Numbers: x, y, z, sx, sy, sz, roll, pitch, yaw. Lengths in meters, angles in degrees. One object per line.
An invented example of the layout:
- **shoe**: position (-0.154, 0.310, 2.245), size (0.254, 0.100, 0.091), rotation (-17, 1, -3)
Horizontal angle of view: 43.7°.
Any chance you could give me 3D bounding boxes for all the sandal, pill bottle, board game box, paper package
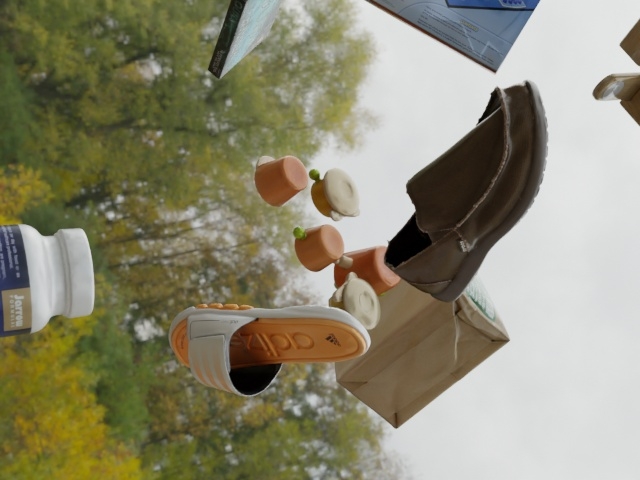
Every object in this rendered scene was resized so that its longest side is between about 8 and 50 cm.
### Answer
- **sandal**: position (-0.075, 0.124, 0.873), size (0.265, 0.076, 0.102), rotation (-10, -53, 33)
- **pill bottle**: position (-0.449, 0.057, 1.068), size (0.153, 0.265, 0.153), rotation (26, -61, 60)
- **board game box**: position (-0.100, -0.329, 1.169), size (0.026, 0.126, 0.186), rotation (41, -29, 1)
- **paper package**: position (0.178, 0.151, 1.581), size (0.168, 0.309, 0.324), rotation (42, 17, -19)
- **board game box**: position (0.134, -0.339, 0.992), size (0.145, 0.281, 0.027), rotation (-59, 175, 9)

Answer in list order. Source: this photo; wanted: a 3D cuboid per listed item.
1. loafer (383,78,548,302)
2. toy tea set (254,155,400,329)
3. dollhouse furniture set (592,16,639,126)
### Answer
- **loafer**: position (0.179, -0.052, 1.048), size (0.133, 0.130, 0.365), rotation (-91, -164, -47)
- **toy tea set**: position (0.000, 0.000, 1.333), size (0.124, 0.200, 0.336), rotation (-24, -82, 39)
- **dollhouse furniture set**: position (0.539, -0.151, 0.954), size (0.355, 0.174, 0.303), rotation (61, -37, 27)
